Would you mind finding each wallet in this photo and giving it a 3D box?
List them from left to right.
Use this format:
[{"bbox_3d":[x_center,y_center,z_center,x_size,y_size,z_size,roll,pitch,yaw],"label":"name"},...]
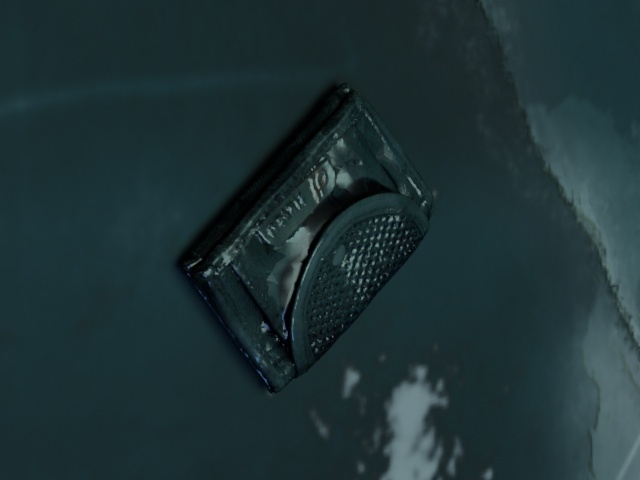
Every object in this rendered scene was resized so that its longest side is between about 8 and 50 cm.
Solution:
[{"bbox_3d":[0.000,0.000,0.837,0.129,0.026,0.088,-50,123,-26],"label":"wallet"}]
